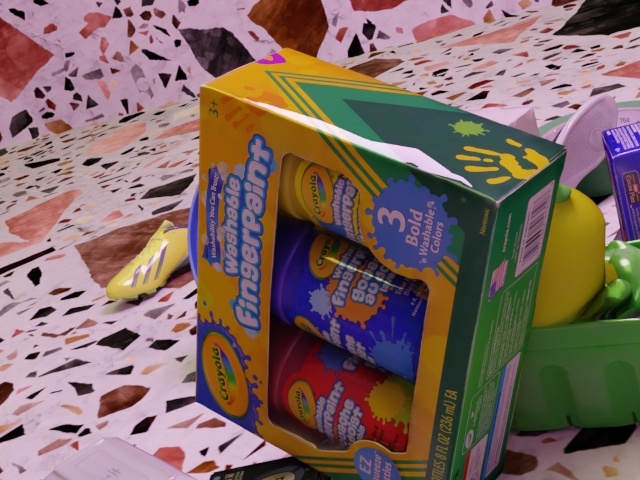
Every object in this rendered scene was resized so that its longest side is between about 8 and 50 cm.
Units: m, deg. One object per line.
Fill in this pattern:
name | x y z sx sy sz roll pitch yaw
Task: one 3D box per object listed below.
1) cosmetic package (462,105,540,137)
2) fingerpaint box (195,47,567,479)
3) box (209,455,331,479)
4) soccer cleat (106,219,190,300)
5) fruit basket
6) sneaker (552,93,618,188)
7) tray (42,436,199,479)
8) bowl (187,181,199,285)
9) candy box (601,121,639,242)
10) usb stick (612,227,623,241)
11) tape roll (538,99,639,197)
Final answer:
cosmetic package | 0.266 -0.046 1.779 0.153 0.296 0.129 0 25 41
fingerpaint box | 0.043 0.057 1.309 0.371 0.445 0.163 25 37 28
box | -0.065 0.339 1.361 0.147 0.078 0.180 -13 20 11
soccer cleat | -0.327 0.027 2.353 0.289 0.121 0.093 -32 24 -34
fruit basket | 0.283 0.046 1.418 0.392 0.392 0.283 -8 20 26
sneaker | 0.410 -0.143 2.068 0.296 0.104 0.147 -57 27 -8
tray | -0.289 0.337 1.629 0.145 0.030 0.270 -31 23 -30
bowl | -0.024 -0.019 1.806 0.391 0.391 0.077 -8 -14 26
candy box | 0.573 -0.055 1.586 0.317 0.268 0.122 -13 24 11
usb stick | 0.502 -0.001 1.831 0.077 0.045 0.278 -6 22 32
tape roll | 0.546 -0.179 2.229 0.321 0.077 0.321 -16 19 6
